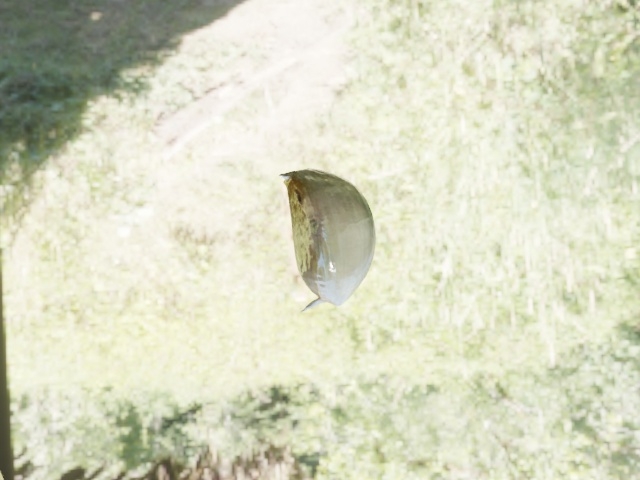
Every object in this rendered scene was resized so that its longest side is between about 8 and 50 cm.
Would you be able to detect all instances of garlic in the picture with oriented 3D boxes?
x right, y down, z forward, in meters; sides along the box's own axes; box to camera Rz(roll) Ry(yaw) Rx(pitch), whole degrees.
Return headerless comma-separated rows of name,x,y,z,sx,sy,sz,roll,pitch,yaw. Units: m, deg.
garlic,0.007,0.010,1.181,0.090,0.198,0.128,-24,-156,-36

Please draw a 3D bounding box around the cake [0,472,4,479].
cake,-0.135,0.067,0.291,0.044,0.084,0.084,-43,-160,-33
